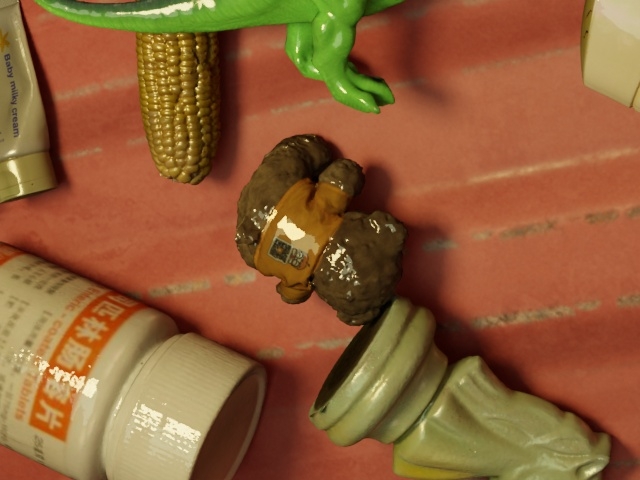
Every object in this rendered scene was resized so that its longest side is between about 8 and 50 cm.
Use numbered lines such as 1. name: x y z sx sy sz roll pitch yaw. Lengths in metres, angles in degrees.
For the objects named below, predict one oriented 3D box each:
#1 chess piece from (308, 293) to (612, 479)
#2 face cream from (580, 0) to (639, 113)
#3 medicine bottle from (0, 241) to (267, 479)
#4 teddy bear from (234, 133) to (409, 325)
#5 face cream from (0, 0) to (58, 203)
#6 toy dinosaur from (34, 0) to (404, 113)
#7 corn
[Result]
1. chess piece: 0.150 0.201 1.797 0.298 0.176 0.176 34 117 -4
2. face cream: 0.401 -0.157 1.597 0.348 0.081 0.173 28 116 13
3. medicine bottle: -0.264 0.153 1.908 0.371 0.211 0.211 22 114 16
4. teddy bear: 0.000 0.000 1.780 0.190 0.140 0.177 28 113 20
5. face cream: -0.361 -0.157 1.941 0.114 0.070 0.224 -15 91 26
6. toy dinosaur: -0.020 -0.321 1.644 0.500 0.144 0.374 16 115 -6
7. corn: -0.148 -0.199 1.809 0.101 0.101 0.291 4 109 22
